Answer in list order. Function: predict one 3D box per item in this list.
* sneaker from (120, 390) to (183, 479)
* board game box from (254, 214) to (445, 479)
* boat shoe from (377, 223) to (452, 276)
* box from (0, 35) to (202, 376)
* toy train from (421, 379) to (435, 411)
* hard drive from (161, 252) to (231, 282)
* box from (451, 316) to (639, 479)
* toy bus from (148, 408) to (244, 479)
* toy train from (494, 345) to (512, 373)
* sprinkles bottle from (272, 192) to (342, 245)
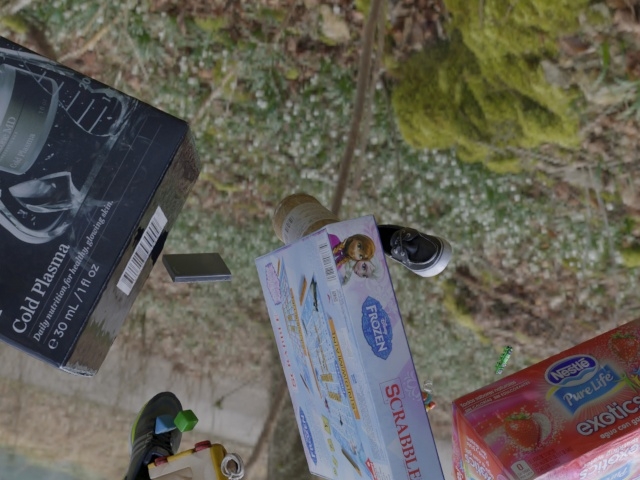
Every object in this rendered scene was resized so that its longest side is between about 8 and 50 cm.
[{"bbox_3d":[-0.315,0.414,1.694,0.111,0.300,0.121,27,133,-19],"label":"sneaker"},{"bbox_3d":[0.023,0.149,1.112,0.066,0.319,0.318,-13,178,-20],"label":"board game box"},{"bbox_3d":[0.161,0.007,1.663,0.076,0.080,0.228,26,-178,-25],"label":"boat shoe"},{"bbox_3d":[-0.538,-0.067,1.610,0.471,0.480,0.297,24,168,3],"label":"box"},{"bbox_3d":[0.206,0.375,2.190,0.166,0.125,0.046,1,137,-1],"label":"toy train"},{"bbox_3d":[-0.279,0.061,1.981,0.135,0.094,0.022,-2,123,-29],"label":"hard drive"},{"bbox_3d":[0.323,0.236,1.087,0.300,0.142,0.154,-21,131,-16],"label":"box"},{"bbox_3d":[-0.193,0.392,1.486,0.202,0.191,0.104,29,-165,32],"label":"toy bus"},{"bbox_3d":[0.419,0.273,2.011,0.017,0.024,0.083,9,129,-11],"label":"toy train"},{"bbox_3d":[0.000,0.000,1.748,0.121,0.355,0.121,-5,107,-15],"label":"sprinkles bottle"}]
